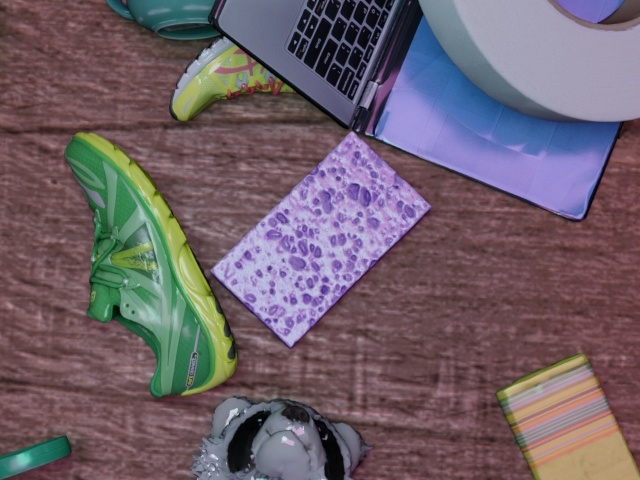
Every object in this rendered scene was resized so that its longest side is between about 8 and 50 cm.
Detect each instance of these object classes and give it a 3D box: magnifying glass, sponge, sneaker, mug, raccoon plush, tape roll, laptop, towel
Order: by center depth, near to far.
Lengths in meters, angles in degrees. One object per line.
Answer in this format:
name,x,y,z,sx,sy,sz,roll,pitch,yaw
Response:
raccoon plush,-0.105,0.352,1.318,0.216,0.299,0.446,31,116,-12
tape roll,0.267,-0.309,1.333,0.392,0.072,0.391,-2,94,-26
laptop,0.156,-0.281,1.333,0.236,0.408,0.381,18,82,35
magnifying glass,-0.358,0.241,1.343,0.231,0.092,0.026,-18,88,8
sneaker,-0.190,0.024,1.350,0.124,0.109,0.295,-27,85,-8
towel,0.273,0.242,1.378,0.102,0.021,0.237,-24,85,2
mug,-0.142,-0.259,1.383,0.130,0.158,0.097,-2,84,-28
sneaker,-0.062,-0.180,1.391,0.208,0.081,0.094,-37,92,-3
sponge,0.000,0.000,1.394,0.117,0.031,0.210,45,85,4
